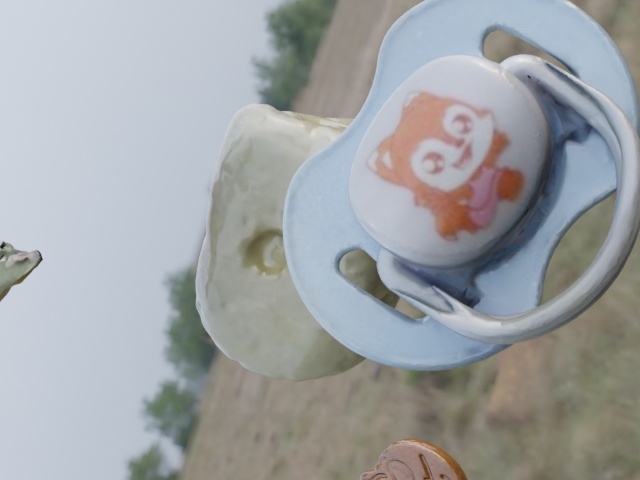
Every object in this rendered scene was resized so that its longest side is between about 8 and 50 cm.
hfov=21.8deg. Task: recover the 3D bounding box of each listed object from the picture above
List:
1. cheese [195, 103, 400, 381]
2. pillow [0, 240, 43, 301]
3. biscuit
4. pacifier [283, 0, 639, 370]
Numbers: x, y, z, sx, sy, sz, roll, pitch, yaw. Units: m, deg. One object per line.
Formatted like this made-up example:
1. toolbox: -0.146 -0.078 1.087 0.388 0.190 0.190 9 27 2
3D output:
1. cheese: 0.001 0.001 1.516 0.251 0.173 0.248 -27 -45 -69
2. pillow: -0.439 0.074 1.463 0.312 0.310 0.119 -51 -43 -17
3. biscuit: 0.055 0.159 1.000 0.015 0.078 0.091 -31 -48 -48
4. pacifier: 0.122 -0.035 1.255 0.299 0.244 0.233 -56 -13 2
